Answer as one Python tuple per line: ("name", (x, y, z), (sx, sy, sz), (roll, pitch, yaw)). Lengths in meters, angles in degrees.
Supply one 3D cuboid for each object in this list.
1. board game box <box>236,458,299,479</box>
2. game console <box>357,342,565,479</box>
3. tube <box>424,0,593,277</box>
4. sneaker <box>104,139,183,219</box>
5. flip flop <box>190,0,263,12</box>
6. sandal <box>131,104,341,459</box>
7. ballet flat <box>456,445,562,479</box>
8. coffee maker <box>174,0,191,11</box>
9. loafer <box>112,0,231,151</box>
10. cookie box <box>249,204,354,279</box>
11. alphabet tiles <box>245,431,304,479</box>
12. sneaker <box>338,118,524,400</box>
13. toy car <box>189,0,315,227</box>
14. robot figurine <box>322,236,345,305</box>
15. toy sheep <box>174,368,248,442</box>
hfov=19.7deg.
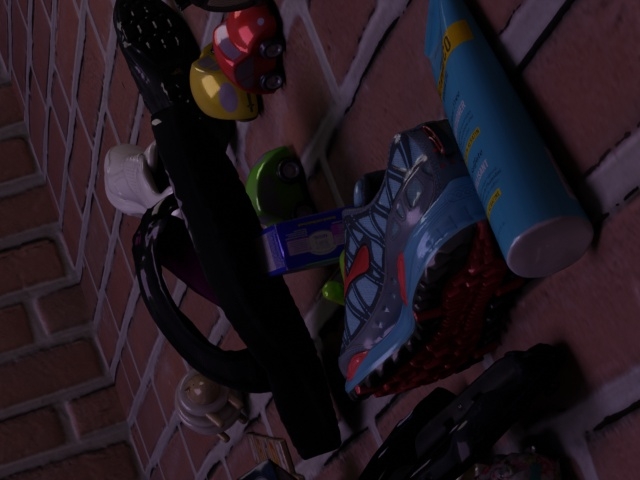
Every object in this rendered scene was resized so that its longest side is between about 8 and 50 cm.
("board game box", (0.015, 0.340, 1.771), (0.165, 0.042, 0.243), (44, -166, -53))
("game console", (0.063, 0.174, 1.264), (0.044, 0.213, 0.361), (35, 151, 0))
("tube", (0.101, -0.071, 1.096), (0.080, 0.052, 0.207), (101, 156, -47))
("sneaker", (-0.184, -0.075, 2.122), (0.232, 0.090, 0.115), (40, 140, 49))
("flip flop", (-0.084, -0.311, 1.413), (0.080, 0.112, 0.277), (-76, -26, -65))
("sandal", (-0.083, 0.064, 1.600), (0.445, 0.107, 0.167), (67, -174, -49))
("ballet flat", (0.122, 0.191, 1.293), (0.241, 0.091, 0.077), (140, 142, -71))
("coffee maker", (-0.066, -0.272, 1.222), (0.178, 0.171, 0.120), (59, 177, 47))
("loafer", (-0.158, -0.164, 1.898), (0.223, 0.076, 0.078), (60, 154, 30))
("cookie box", (0.000, 0.000, 1.462), (0.107, 0.092, 0.040), (159, 98, -77))
("alphabet tiles", (-0.033, 0.323, 2.148), (0.237, 0.009, 0.198), (167, 86, -76))
("sneaker", (0.066, 0.013, 1.230), (0.262, 0.104, 0.125), (115, 138, -56))
("toy car", (-0.060, -0.093, 1.654), (0.239, 0.053, 0.225), (151, 101, -76))
("robot figurine", (0.053, 0.037, 1.351), (0.101, 0.067, 0.115), (2, 112, 42))
("toy sheep", (-0.134, 0.197, 2.233), (0.132, 0.091, 0.091), (89, 159, -63))
